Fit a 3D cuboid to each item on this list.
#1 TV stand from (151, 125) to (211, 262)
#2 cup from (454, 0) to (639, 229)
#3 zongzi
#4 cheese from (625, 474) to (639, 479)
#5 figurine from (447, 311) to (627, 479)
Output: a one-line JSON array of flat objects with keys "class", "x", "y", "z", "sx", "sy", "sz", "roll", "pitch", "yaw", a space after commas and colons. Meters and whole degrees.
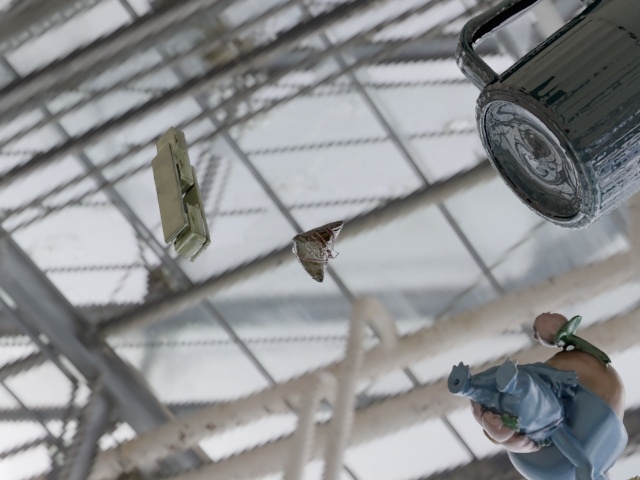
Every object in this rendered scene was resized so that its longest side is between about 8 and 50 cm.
[{"class": "TV stand", "x": -0.172, "y": -0.064, "z": 1.803, "sx": 0.036, "sy": 0.042, "sz": 0.249, "roll": -47, "pitch": -149, "yaw": 20}, {"class": "cup", "x": 0.359, "y": -0.205, "z": 1.941, "sx": 0.292, "sy": 0.308, "sz": 0.242, "roll": -37, "pitch": -168, "yaw": -19}, {"class": "zongzi", "x": 0.000, "y": 0.000, "z": 1.816, "sx": 0.073, "sy": 0.067, "sz": 0.083, "roll": -35, "pitch": -163, "yaw": 1}, {"class": "cheese", "x": 0.262, "y": 0.243, "z": 1.342, "sx": 0.083, "sy": 0.044, "sz": 0.030, "roll": -30, "pitch": -174, "yaw": 27}, {"class": "figurine", "x": 0.189, "y": 0.124, "z": 1.221, "sx": 0.114, "sy": 0.178, "sz": 0.144, "roll": 11, "pitch": -105, "yaw": 47}]
